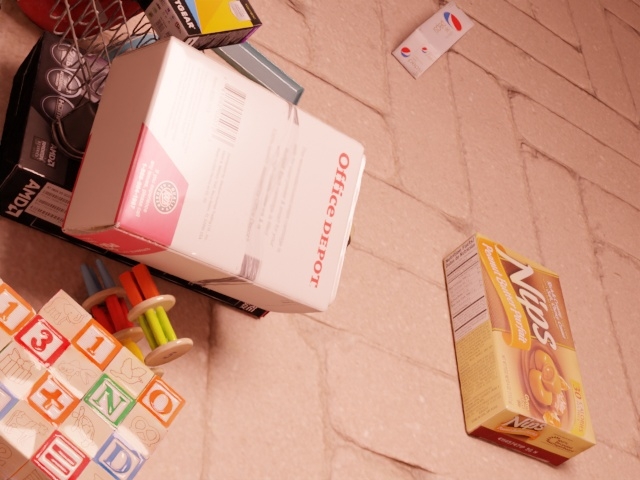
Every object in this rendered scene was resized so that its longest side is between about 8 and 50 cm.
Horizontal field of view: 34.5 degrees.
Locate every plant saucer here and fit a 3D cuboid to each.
[{"bbox_3d":[-0.108,-0.272,1.577,0.192,0.018,0.067,37,38,-14],"label":"plant saucer"}]

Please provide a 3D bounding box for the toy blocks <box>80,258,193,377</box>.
[{"bbox_3d":[-0.202,0.071,1.084,0.054,0.123,0.148,-11,66,-43],"label":"toy blocks"}]

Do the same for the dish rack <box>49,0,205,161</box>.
[{"bbox_3d":[-0.219,-0.217,1.191,0.208,0.074,0.272,4,61,-44],"label":"dish rack"}]

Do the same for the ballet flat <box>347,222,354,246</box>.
[{"bbox_3d":[0.000,0.000,1.415,0.173,0.049,0.057,-24,77,-52],"label":"ballet flat"}]

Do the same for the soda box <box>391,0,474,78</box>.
[{"bbox_3d":[0.217,-0.384,1.960,0.069,0.074,0.216,46,37,-3],"label":"soda box"}]

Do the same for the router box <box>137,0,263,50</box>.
[{"bbox_3d":[-0.165,-0.310,1.215,0.133,0.046,0.179,-24,81,-50],"label":"router box"}]

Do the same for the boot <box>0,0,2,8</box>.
[{"bbox_3d":[-0.475,-0.171,0.906,0.348,0.260,0.131,-20,73,-52],"label":"boot"}]

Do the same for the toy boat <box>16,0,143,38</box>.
[{"bbox_3d":[-0.280,-0.354,1.295,0.151,0.231,0.151,62,-3,-2],"label":"toy boat"}]

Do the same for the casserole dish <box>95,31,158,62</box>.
[{"bbox_3d":[-0.241,-0.225,1.384,0.114,0.037,0.188,47,37,-2],"label":"casserole dish"}]

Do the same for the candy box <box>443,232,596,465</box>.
[{"bbox_3d":[0.292,0.158,1.538,0.182,0.087,0.317,25,42,-28],"label":"candy box"}]

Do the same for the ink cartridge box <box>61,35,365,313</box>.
[{"bbox_3d":[-0.104,-0.056,1.105,0.283,0.117,0.207,25,71,-38],"label":"ink cartridge box"}]

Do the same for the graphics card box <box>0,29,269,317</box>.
[{"bbox_3d":[-0.198,-0.075,1.246,0.370,0.094,0.233,24,43,-28],"label":"graphics card box"}]

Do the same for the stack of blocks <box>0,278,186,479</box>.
[{"bbox_3d":[-0.293,0.126,0.972,0.297,0.087,0.171,43,37,-7],"label":"stack of blocks"}]
